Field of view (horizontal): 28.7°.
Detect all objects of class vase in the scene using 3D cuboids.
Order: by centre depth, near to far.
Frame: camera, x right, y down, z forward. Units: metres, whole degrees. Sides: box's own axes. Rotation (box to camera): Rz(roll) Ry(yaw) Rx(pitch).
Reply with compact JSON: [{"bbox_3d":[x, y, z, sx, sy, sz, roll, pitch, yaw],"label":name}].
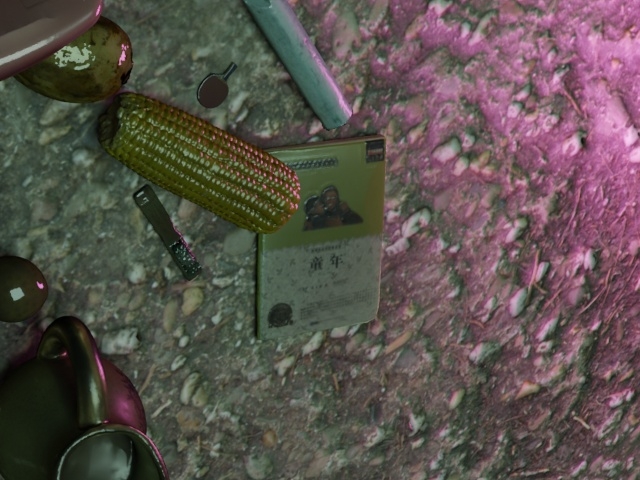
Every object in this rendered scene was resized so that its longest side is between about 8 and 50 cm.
[{"bbox_3d":[-0.362,0.270,1.872,0.240,0.302,0.329,-12,115,-27],"label":"vase"}]

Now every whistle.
[{"bbox_3d":[-0.042,-0.303,1.972,0.062,0.062,0.312,-42,127,-10],"label":"whistle"}]

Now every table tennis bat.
[{"bbox_3d":[-0.159,-0.244,1.957,0.083,0.007,0.050,-50,127,-1],"label":"table tennis bat"}]

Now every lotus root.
[{"bbox_3d":[-0.364,-0.259,1.747,0.214,0.138,0.138,6,107,-30],"label":"lotus root"}]

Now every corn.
[{"bbox_3d":[-0.182,-0.116,1.921,0.344,0.131,0.131,25,96,-33],"label":"corn"}]

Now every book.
[{"bbox_3d":[0.000,0.000,2.150,0.239,0.035,0.352,-9,115,-26],"label":"book"}]

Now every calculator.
[{"bbox_3d":[-0.447,-0.320,1.649,0.329,0.048,0.220,-29,85,-17],"label":"calculator"}]

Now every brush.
[{"bbox_3d":[-0.239,-0.007,1.999,0.034,0.027,0.190,-39,125,-15],"label":"brush"}]

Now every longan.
[{"bbox_3d":[-0.465,0.075,1.856,0.119,0.106,0.106,-24,135,30],"label":"longan"}]
